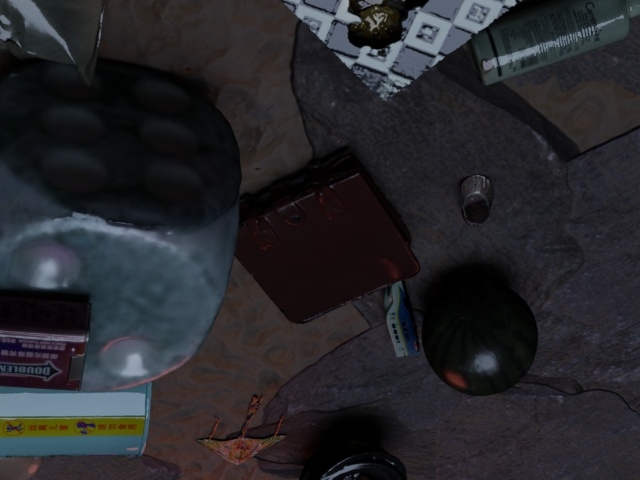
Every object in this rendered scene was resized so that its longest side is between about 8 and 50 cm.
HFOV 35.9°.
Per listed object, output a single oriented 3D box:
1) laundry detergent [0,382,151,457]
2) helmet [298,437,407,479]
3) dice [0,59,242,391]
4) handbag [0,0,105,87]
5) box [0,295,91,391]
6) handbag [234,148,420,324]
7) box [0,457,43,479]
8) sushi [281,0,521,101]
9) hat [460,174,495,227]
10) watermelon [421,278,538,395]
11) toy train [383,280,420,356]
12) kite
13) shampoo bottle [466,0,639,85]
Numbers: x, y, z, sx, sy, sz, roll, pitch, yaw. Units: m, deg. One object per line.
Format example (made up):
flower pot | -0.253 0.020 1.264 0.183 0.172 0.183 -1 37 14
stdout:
laundry detergent | -0.430 0.199 1.551 0.305 0.287 0.287 2 134 -16
helmet | 0.056 0.501 2.064 0.230 0.160 0.279 3 119 -17
dice | -0.307 -0.023 1.324 0.330 0.328 0.348 12 131 -24
handbag | -0.383 -0.284 1.195 0.270 0.117 0.183 4 114 -17
box | -0.388 0.118 1.164 0.224 0.069 0.120 5 134 -15
handbag | 0.000 0.001 1.604 0.260 0.084 0.275 -23 135 14
box | -0.622 0.421 1.876 0.200 0.088 0.146 -31 134 20
sushi | 0.111 -0.355 1.285 0.290 0.050 0.264 -37 117 26
hat | 0.254 -0.066 1.625 0.058 0.042 0.087 -10 102 -7
watermelon | 0.282 0.172 1.748 0.212 0.212 0.212 -7 136 -6
toy train | 0.138 0.121 1.773 0.051 0.052 0.234 -12 137 6
kite | -0.159 0.389 2.010 0.198 0.006 0.244 2 135 -15
shampoo bottle | 0.337 -0.295 1.372 0.262 0.085 0.085 -18 136 5
